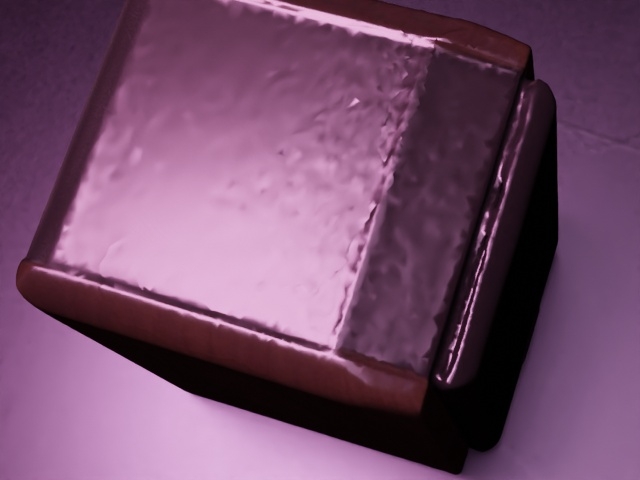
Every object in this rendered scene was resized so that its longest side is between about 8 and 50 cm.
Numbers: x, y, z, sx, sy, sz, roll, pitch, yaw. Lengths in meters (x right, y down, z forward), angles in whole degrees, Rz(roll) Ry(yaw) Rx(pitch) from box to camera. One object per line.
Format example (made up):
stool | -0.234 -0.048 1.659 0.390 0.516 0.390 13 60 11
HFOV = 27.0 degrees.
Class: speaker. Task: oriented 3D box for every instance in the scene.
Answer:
speaker | 0.000 0.000 0.594 0.192 0.231 0.153 17 79 13
